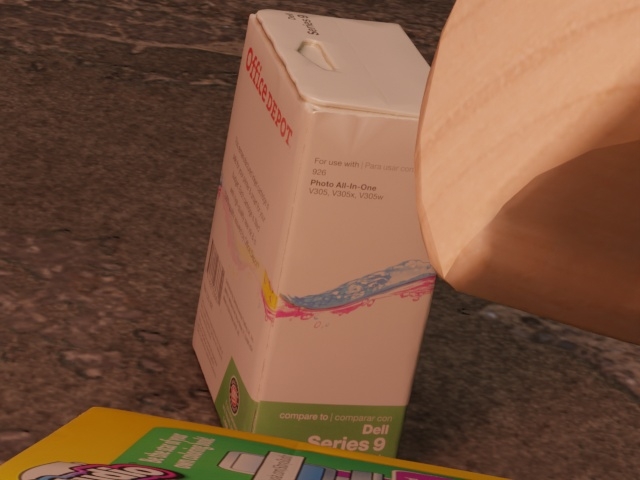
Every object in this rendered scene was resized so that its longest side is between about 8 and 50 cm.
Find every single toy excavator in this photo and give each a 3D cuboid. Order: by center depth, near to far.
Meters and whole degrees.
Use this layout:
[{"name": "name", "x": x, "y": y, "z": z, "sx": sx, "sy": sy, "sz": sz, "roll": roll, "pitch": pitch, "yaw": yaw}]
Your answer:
[{"name": "toy excavator", "x": 0.103, "y": 0.184, "z": 0.305, "sx": 0.222, "sy": 0.445, "sz": 0.433, "roll": 18, "pitch": 16, "yaw": -39}]

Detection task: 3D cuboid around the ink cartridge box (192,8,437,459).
[{"name": "ink cartridge box", "x": 0.000, "y": 0.000, "z": 1.032, "sx": 0.093, "sy": 0.212, "sz": 0.154, "roll": 3, "pitch": 24, "yaw": -15}]

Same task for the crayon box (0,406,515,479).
[{"name": "crayon box", "x": 0.030, "y": 0.151, "z": 0.694, "sx": 0.313, "sy": 0.106, "sz": 0.363, "roll": 9, "pitch": 1, "yaw": 3}]
